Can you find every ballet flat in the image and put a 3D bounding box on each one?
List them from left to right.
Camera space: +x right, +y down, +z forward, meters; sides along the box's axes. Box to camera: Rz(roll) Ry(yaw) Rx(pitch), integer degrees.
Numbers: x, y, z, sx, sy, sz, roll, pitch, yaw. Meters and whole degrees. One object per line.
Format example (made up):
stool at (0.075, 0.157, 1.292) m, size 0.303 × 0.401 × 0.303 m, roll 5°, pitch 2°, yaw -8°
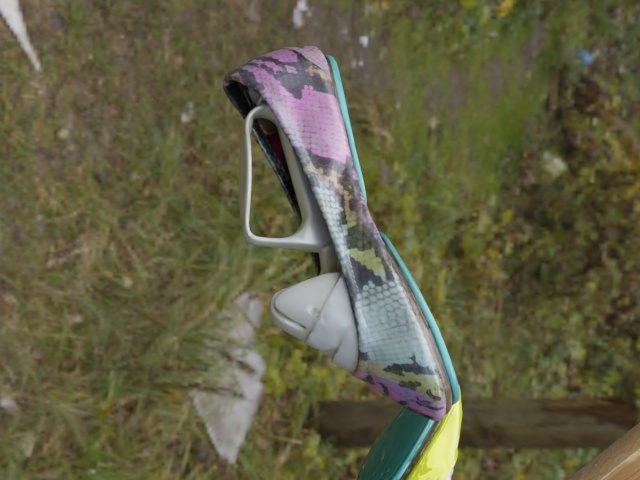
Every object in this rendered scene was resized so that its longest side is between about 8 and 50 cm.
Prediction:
ballet flat at (0.000, 0.000, 0.577) m, size 0.077 × 0.079 × 0.221 m, roll 129°, pitch -57°, yaw -69°
ballet flat at (0.052, 0.213, 0.823) m, size 0.077 × 0.077 × 0.231 m, roll 43°, pitch 70°, yaw -14°

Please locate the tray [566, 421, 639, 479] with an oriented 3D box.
tray at (0.342, 0.105, 0.580) m, size 0.411 × 0.203 × 0.076 m, roll -36°, pitch 134°, yaw -8°
